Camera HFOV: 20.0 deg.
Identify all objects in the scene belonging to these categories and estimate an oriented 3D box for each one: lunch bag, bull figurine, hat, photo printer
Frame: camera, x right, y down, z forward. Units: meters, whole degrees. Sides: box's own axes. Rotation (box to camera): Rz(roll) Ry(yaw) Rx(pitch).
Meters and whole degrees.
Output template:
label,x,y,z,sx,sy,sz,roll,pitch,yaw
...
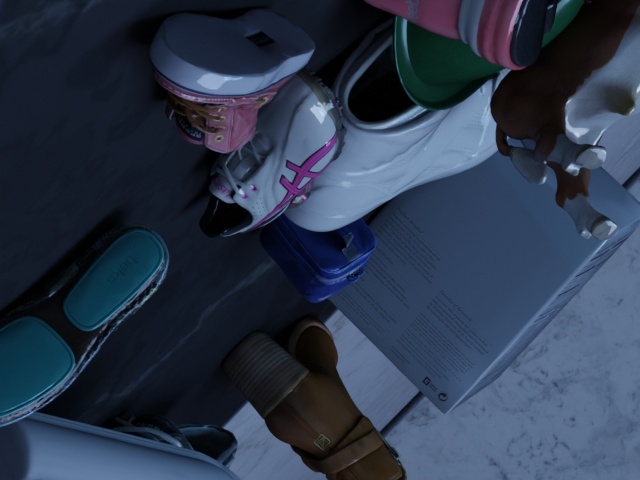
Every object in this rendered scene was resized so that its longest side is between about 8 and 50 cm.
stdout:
label,x,y,z,sx,sy,sz,roll,pitch,yaw
lunch bag,0.000,0.000,1.552,0.067,0.098,0.065,-33,161,-28
bull figurine,0.244,-0.150,1.346,0.310,0.101,0.188,-49,-148,31
hat,0.174,-0.162,1.257,0.173,0.183,0.209,-21,127,-48
photo printer,-0.207,0.265,1.463,0.256,0.107,0.307,-49,142,16

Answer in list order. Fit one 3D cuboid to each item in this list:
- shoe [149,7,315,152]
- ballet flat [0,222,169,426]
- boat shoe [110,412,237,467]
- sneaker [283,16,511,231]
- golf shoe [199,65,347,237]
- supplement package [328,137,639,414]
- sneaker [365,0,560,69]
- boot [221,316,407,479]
label,x,y,z,sx,sy,sz,roll,pitch,yaw
shoe,-0.065,-0.090,1.096,0.081,0.063,0.178,-55,170,21
ballet flat,-0.180,0.062,1.245,0.188,0.070,0.070,-39,167,-14
boat shoe,-0.177,0.217,1.712,0.119,0.121,0.335,-70,163,4
sneaker,0.102,-0.125,1.453,0.292,0.108,0.169,-36,169,-33
golf shoe,-0.037,-0.056,1.305,0.086,0.067,0.186,-37,166,-28
supplement package,0.177,0.010,1.949,0.263,0.199,0.198,-50,168,22
sneaker,0.102,-0.237,1.091,0.116,0.136,0.314,95,15,-46
boot,0.019,0.191,1.976,0.109,0.220,0.283,-46,169,3
